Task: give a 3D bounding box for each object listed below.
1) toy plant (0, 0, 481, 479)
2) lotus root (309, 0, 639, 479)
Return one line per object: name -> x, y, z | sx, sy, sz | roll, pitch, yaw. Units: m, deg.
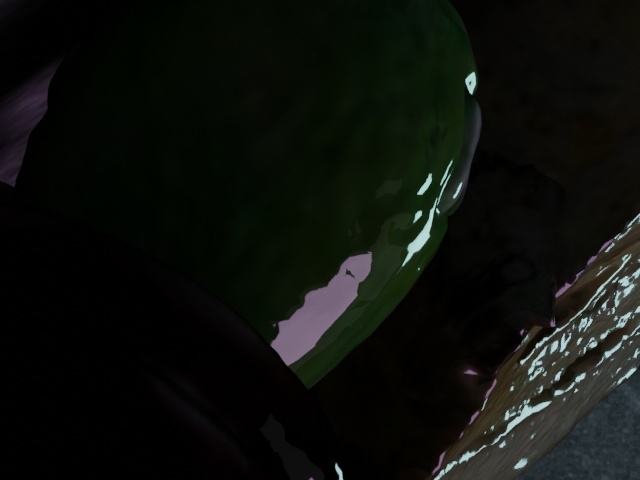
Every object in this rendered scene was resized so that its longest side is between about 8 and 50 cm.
toy plant -> -0.065, 0.037, 0.488 | 0.218, 0.175, 0.235 | -30, -150, 42
lotus root -> 0.051, -0.013, 0.698 | 0.260, 0.149, 0.267 | -37, 158, -39
